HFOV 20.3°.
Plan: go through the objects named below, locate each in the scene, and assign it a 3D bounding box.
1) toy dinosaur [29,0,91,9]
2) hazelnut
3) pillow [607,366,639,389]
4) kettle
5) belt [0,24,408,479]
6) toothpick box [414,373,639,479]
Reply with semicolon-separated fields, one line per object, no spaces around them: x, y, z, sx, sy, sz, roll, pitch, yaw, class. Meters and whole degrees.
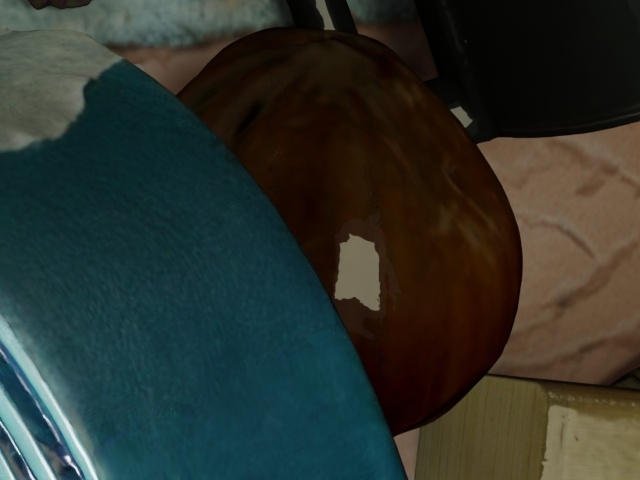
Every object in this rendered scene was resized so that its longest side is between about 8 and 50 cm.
-0.158;-0.168;0.903;0.286;0.070;0.139;-39;139;-33;toy dinosaur
0.000;0.000;0.914;0.251;0.217;0.217;-73;142;-61;hazelnut
0.278;0.171;1.313;0.212;0.052;0.208;-26;109;-35;pillow
0.115;-0.218;1.050;0.262;0.203;0.308;-34;117;-39;kettle
-0.111;0.130;0.781;0.173;0.300;0.437;-27;107;-41;belt
0.226;0.173;1.148;0.308;0.190;0.187;8;88;-25;toothpick box
